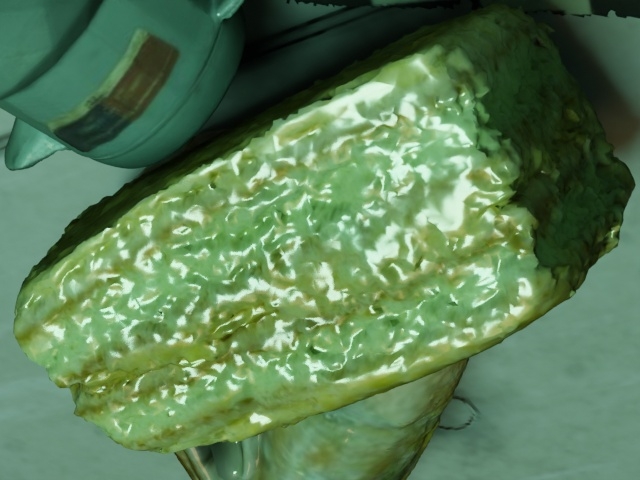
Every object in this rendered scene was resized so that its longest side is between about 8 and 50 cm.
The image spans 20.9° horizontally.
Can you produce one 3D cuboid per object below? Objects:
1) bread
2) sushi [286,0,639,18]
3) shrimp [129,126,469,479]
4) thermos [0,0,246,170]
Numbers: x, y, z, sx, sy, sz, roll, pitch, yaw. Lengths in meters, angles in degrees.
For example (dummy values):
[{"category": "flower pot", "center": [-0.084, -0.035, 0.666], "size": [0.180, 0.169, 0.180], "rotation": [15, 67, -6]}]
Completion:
[{"category": "bread", "center": [0.000, 0.000, 0.606], "size": [0.196, 0.138, 0.102], "rotation": [-25, 95, 21]}, {"category": "sushi", "center": [0.058, -0.140, 0.548], "size": [0.193, 0.040, 0.210], "rotation": [4, 137, 11]}, {"category": "shrimp", "center": [-0.034, 0.069, 0.784], "size": [0.168, 0.077, 0.317], "rotation": [23, 132, 1]}, {"category": "thermos", "center": [-0.134, -0.128, 0.539], "size": [0.182, 0.145, 0.286], "rotation": [-35, 133, 28]}]
